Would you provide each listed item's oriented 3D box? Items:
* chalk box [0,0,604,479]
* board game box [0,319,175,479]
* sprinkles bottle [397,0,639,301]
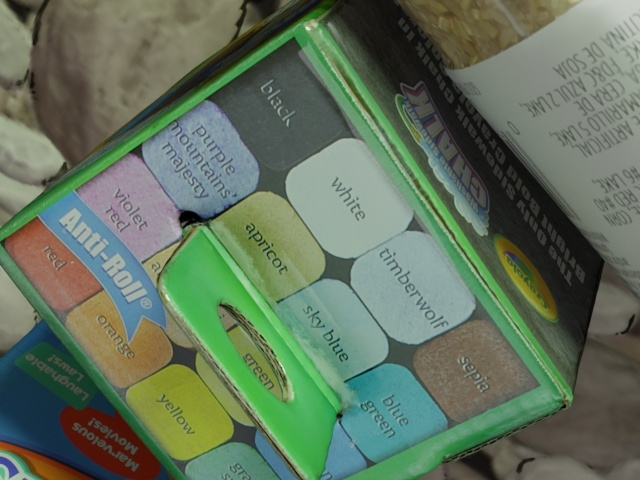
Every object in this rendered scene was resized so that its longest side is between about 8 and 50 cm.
[{"bbox_3d":[0.000,0.000,0.413,0.132,0.213,0.132,-29,102,29],"label":"chalk box"},{"bbox_3d":[-0.061,0.100,0.485,0.160,0.210,0.047,35,121,0],"label":"board game box"},{"bbox_3d":[0.135,-0.018,0.359,0.121,0.121,0.355,-36,103,30],"label":"sprinkles bottle"}]
